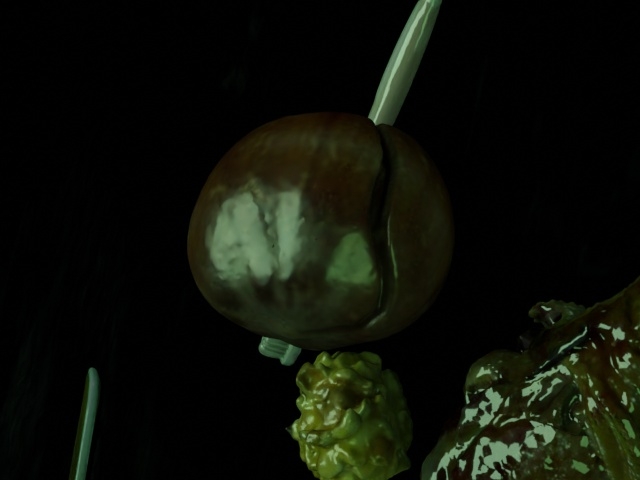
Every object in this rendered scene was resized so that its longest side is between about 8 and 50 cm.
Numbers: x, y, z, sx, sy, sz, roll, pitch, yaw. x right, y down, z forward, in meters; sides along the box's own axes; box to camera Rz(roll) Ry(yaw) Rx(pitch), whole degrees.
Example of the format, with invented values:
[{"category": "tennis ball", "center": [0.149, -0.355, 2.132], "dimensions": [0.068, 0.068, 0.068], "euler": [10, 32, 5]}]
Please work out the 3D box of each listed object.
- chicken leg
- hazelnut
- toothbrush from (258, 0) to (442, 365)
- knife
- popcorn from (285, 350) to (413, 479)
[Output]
[{"category": "chicken leg", "center": [0.115, 0.058, 0.432], "dimensions": [0.196, 0.080, 0.125], "euler": [-62, 33, 11]}, {"category": "hazelnut", "center": [0.000, 0.000, 0.651], "dimensions": [0.143, 0.154, 0.143], "euler": [8, -90, -79]}, {"category": "toothbrush", "center": [0.021, -0.046, 0.794], "dimensions": [0.025, 0.029, 0.307], "euler": [-108, 38, -68]}, {"category": "knife", "center": [-0.305, 0.312, 1.378], "dimensions": [0.061, 0.027, 0.343], "euler": [133, 147, -58]}, {"category": "popcorn", "center": [0.016, 0.100, 0.639], "dimensions": [0.057, 0.083, 0.082], "euler": [-23, 26, 31]}]
